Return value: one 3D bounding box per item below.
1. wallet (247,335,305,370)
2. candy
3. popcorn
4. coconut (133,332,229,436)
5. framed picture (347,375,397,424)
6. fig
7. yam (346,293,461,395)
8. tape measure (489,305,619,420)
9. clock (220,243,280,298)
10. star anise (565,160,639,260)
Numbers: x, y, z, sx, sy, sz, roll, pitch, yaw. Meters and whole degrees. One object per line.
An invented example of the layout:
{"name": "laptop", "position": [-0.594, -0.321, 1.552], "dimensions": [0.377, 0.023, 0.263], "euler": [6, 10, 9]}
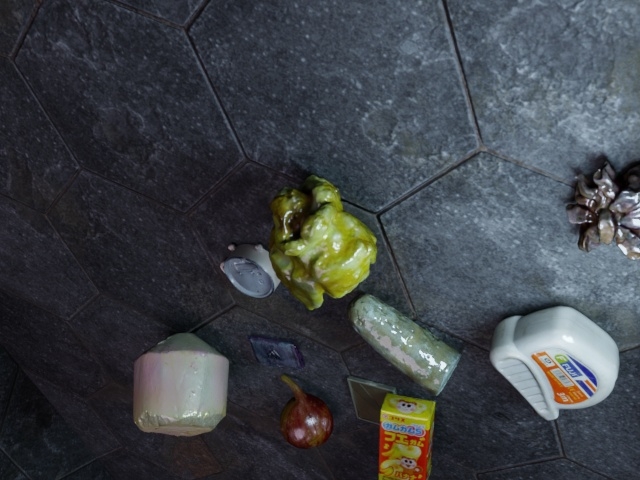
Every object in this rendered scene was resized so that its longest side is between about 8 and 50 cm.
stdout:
{"name": "wallet", "position": [-0.132, 0.331, 2.267], "dimensions": [0.166, 0.030, 0.111], "euler": [5, 129, 27]}
{"name": "candy", "position": [0.243, 0.573, 2.161], "dimensions": [0.146, 0.088, 0.276], "euler": [9, 119, 15]}
{"name": "popcorn", "position": [-0.002, 0.000, 1.687], "dimensions": [0.277, 0.225, 0.276], "euler": [15, 139, 14]}
{"name": "coconut", "position": [-0.433, 0.440, 2.370], "dimensions": [0.298, 0.309, 0.297], "euler": [0, 156, 0]}
{"name": "framed picture", "position": [0.162, 0.480, 2.240], "dimensions": [0.150, 0.015, 0.203], "euler": [10, 136, 25]}
{"name": "fig", "position": [-0.051, 0.528, 2.330], "dimensions": [0.175, 0.175, 0.207], "euler": [6, 115, 28]}
{"name": "yam", "position": [0.207, 0.250, 1.896], "dimensions": [0.330, 0.133, 0.133], "euler": [38, 140, -2]}
{"name": "tape measure", "position": [0.525, 0.269, 1.702], "dimensions": [0.265, 0.130, 0.258], "euler": [-26, 116, 40]}
{"name": "clock", "position": [-0.181, 0.082, 2.016], "dimensions": [0.229, 0.063, 0.155], "euler": [0, 132, 31]}
{"name": "star anise", "position": [0.549, -0.042, 1.386], "dimensions": [0.214, 0.099, 0.220], "euler": [9, 136, 39]}
